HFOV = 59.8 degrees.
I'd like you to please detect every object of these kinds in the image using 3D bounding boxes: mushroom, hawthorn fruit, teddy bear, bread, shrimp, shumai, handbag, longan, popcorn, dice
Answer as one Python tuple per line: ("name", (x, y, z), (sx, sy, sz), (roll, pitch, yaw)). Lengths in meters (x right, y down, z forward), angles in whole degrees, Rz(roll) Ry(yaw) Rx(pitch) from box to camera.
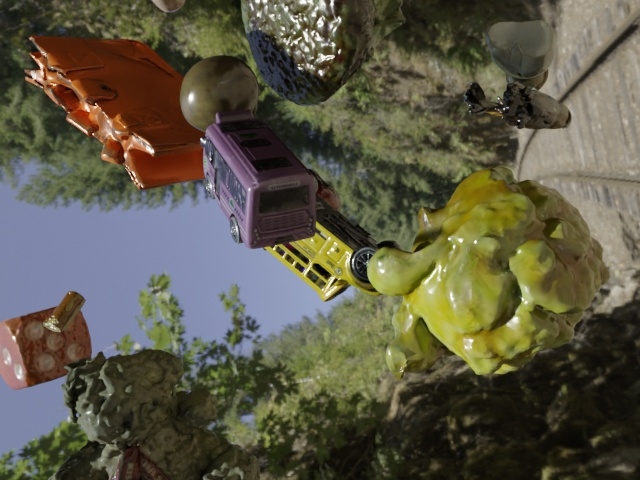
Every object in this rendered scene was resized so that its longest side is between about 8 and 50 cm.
("mushroom", (0.518, -0.468, 1.431), (0.159, 0.122, 0.329), (37, -168, 17))
("hawthorn fruit", (-0.082, -0.081, 1.592), (0.210, 0.266, 0.230), (42, -171, -30))
("teddy bear", (-0.337, 0.372, 1.006), (0.367, 0.357, 0.224), (64, 174, -25))
("bread", (-0.490, 0.137, 1.068), (0.036, 0.047, 0.083), (62, -143, -36))
("shrimp", (0.341, -0.245, 1.006), (0.289, 0.178, 0.075), (-11, -67, -49))
("shumai", (0.037, -0.517, 1.261), (0.348, 0.395, 0.395), (-26, -75, -35))
("handbag", (-0.382, -0.285, 1.175), (0.410, 0.116, 0.303), (41, -148, 18))
("longan", (-0.128, -0.192, 0.743), (0.119, 0.106, 0.106), (-3, -100, -47))
("popcorn", (0.252, 0.056, 0.814), (0.274, 0.279, 0.335), (56, -130, -26))
("dice", (-0.685, 0.260, 1.373), (0.175, 0.174, 0.179), (-20, -86, -51))

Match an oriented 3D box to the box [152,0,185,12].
("box", (-0.421, -0.695, 1.448), (0.146, 0.088, 0.200), (31, -143, -74))

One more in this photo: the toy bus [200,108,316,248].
("toy bus", (-0.072, -0.071, 0.620), (0.178, 0.087, 0.098), (-129, 34, -48))

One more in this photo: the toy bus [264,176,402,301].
("toy bus", (0.000, 0.000, 1.048), (0.331, 0.151, 0.145), (40, -162, 14))
